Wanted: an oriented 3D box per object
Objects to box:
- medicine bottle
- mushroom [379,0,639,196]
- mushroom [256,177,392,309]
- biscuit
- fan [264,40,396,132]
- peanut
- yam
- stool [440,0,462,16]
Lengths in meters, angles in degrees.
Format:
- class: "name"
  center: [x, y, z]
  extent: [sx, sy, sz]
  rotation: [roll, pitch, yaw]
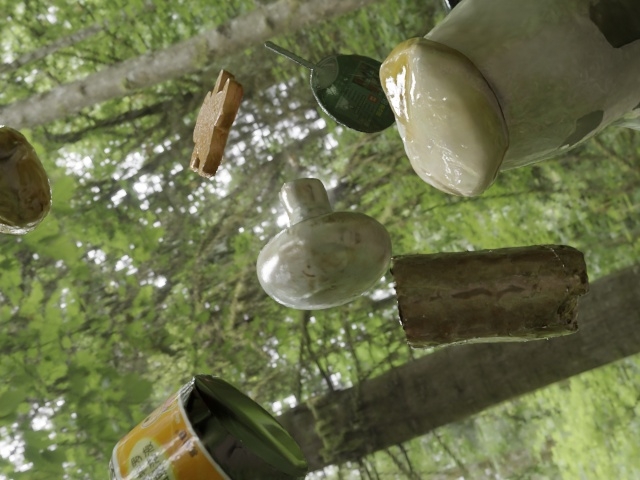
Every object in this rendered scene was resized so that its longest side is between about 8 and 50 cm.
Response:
- class: "medicine bottle"
  center: [-0.225, 0.396, 1.152]
  extent: [0.242, 0.395, 0.242]
  rotation: [44, -179, -1]
- class: "mushroom"
  center: [0.166, -0.101, 0.443]
  extent: [0.351, 0.097, 0.109]
  rotation: [-14, -78, -36]
- class: "mushroom"
  center: [0.000, 0.000, 1.438]
  extent: [0.243, 0.243, 0.243]
  rotation: [52, -156, -33]
- class: "biscuit"
  center: [-0.162, -0.182, 1.268]
  extent: [0.036, 0.165, 0.250]
  rotation: [18, -174, -17]
- class: "fan"
  center: [0.057, -0.336, 1.664]
  extent: [0.223, 0.012, 0.294]
  rotation: [-29, -110, -34]
- class: "peanut"
  center: [-0.439, -0.081, 1.131]
  extent: [0.140, 0.109, 0.159]
  rotation: [-64, -31, -57]
- class: "yam"
  center: [0.212, 0.068, 1.043]
  extent: [0.128, 0.238, 0.129]
  rotation: [69, -165, -76]
- class: "stool"
  center: [0.267, -0.340, 1.080]
  extent: [0.232, 0.232, 0.141]
  rotation: [67, -168, 5]
